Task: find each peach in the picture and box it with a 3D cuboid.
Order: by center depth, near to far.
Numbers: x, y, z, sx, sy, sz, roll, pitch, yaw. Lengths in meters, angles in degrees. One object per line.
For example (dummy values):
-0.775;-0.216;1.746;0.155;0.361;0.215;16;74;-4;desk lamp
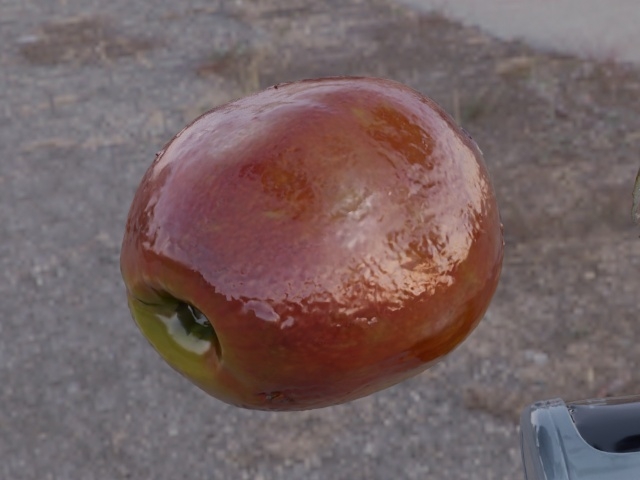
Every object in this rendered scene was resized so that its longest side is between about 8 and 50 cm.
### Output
-0.001;-0.002;1.365;0.373;0.289;0.372;-17;25;8;peach

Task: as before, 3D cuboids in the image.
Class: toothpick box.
0.395;0.262;1.429;0.355;0.263;0.263;-11;18;3;toothpick box

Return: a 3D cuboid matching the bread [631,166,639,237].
0.160;-0.040;0.533;0.109;0.062;0.043;-30;46;12;bread
